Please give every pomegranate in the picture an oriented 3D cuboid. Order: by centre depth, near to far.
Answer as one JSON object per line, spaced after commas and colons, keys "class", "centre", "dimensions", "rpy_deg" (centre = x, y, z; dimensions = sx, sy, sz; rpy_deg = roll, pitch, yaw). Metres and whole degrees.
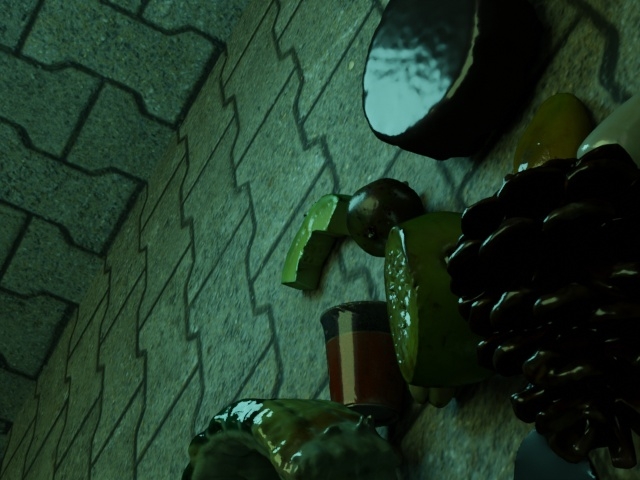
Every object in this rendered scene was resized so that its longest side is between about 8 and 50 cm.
{"class": "pomegranate", "centre": [0.158, 0.088, 1.197], "dimensions": [0.190, 0.159, 0.240], "rpy_deg": [-121, 30, -75]}
{"class": "pomegranate", "centre": [0.098, -0.040, 1.547], "dimensions": [0.114, 0.114, 0.142], "rpy_deg": [-50, 0, 36]}

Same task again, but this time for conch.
{"class": "conch", "centre": [0.319, -0.104, 1.069], "dimensions": [0.176, 0.104, 0.094], "rpy_deg": [-60, 22, -8]}

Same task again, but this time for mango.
{"class": "mango", "centre": [0.267, -0.108, 1.261], "dimensions": [0.101, 0.066, 0.187], "rpy_deg": [-41, 23, 46]}

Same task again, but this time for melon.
{"class": "melon", "centre": [0.000, 0.000, 1.791], "dimensions": [0.209, 0.064, 0.118], "rpy_deg": [-61, 26, 18]}

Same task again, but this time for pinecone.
{"class": "pinecone", "centre": [0.236, 0.047, 0.956], "dimensions": [0.244, 0.244, 0.309], "rpy_deg": [-47, 43, 40]}

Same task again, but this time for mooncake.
{"class": "mooncake", "centre": [0.181, -0.243, 1.503], "dimensions": [0.283, 0.141, 0.283], "rpy_deg": [-37, 43, 46]}

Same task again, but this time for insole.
{"class": "insole", "centre": [0.235, 0.274, 0.986], "dimensions": [0.109, 0.007, 0.322], "rpy_deg": [-61, 21, 17]}

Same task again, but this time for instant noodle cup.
{"class": "instant noodle cup", "centre": [0.059, 0.161, 1.399], "dimensions": [0.127, 0.127, 0.135], "rpy_deg": [-38, 43, 51]}

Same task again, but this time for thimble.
{"class": "thimble", "centre": [-0.036, 0.308, 1.289], "dimensions": [0.288, 0.167, 0.254], "rpy_deg": [-42, 55, 43]}
